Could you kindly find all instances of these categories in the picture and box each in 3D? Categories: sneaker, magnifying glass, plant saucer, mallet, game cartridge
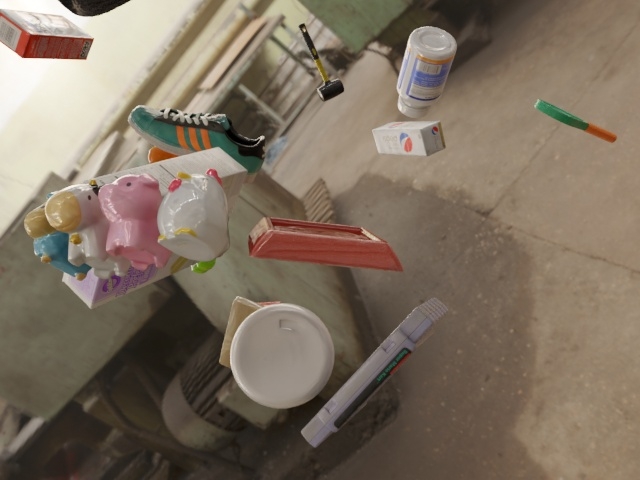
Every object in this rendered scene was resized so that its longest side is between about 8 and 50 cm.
[{"bbox_3d":[-0.261,-0.240,1.425,0.121,0.302,0.108,-60,15,26],"label":"sneaker"},{"bbox_3d":[0.573,-0.265,1.456,0.026,0.231,0.092,-62,27,22],"label":"magnifying glass"},{"bbox_3d":[0.000,0.000,1.177,0.259,0.258,0.047,-127,44,-78],"label":"plant saucer"},{"bbox_3d":[-0.014,-0.424,1.565,0.062,0.189,0.039,-36,18,-8],"label":"mallet"},{"bbox_3d":[0.121,0.270,1.352,0.355,0.068,0.230,-49,-10,13],"label":"game cartridge"}]

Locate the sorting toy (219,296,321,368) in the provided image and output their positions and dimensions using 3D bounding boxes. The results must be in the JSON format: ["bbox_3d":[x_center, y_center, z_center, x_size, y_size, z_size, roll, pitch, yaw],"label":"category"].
[{"bbox_3d":[-0.134,0.280,1.844,0.089,0.255,0.257,-64,-6,-54],"label":"sorting toy"}]

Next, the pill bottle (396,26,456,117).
[{"bbox_3d":[0.330,-0.531,2.097,0.272,0.152,0.152,101,-172,-54],"label":"pill bottle"}]

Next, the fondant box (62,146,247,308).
[{"bbox_3d":[-0.312,-0.033,1.255,0.330,0.096,0.238,-25,-31,-49],"label":"fondant box"}]

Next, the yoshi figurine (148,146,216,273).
[{"bbox_3d":[-0.366,-0.091,1.661,0.203,0.362,0.203,-14,-14,2],"label":"yoshi figurine"}]

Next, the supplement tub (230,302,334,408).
[{"bbox_3d":[-0.084,0.273,1.544,0.228,0.228,0.316,-56,-6,-9],"label":"supplement tub"}]

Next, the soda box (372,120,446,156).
[{"bbox_3d":[0.226,-0.264,1.684,0.069,0.074,0.216,-25,19,-23],"label":"soda box"}]

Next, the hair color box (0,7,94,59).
[{"bbox_3d":[-0.522,-0.387,1.228,0.053,0.093,0.167,-58,-10,22],"label":"hair color box"}]

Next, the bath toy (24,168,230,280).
[{"bbox_3d":[-0.271,-0.035,0.934,0.348,0.151,0.129,-7,56,32],"label":"bath toy"}]

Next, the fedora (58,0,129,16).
[{"bbox_3d":[-0.371,-0.477,1.089,0.334,0.152,0.334,-15,39,13],"label":"fedora"}]
